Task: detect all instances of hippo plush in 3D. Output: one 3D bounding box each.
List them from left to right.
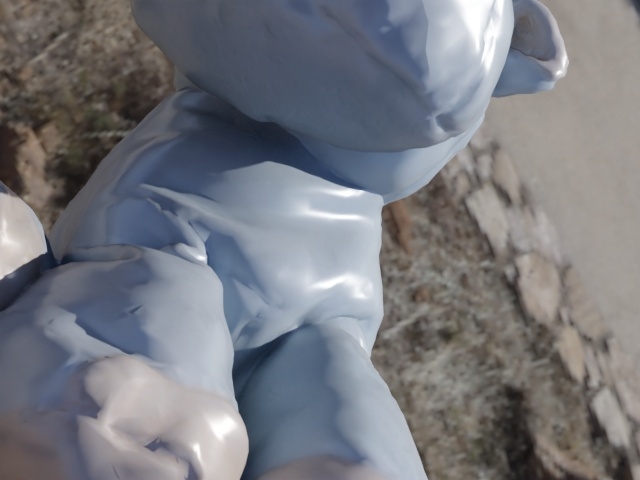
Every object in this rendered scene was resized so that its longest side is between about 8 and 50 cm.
[{"bbox_3d":[0.000,0.000,0.468,0.234,0.236,0.294,35,-5,12],"label":"hippo plush"}]
